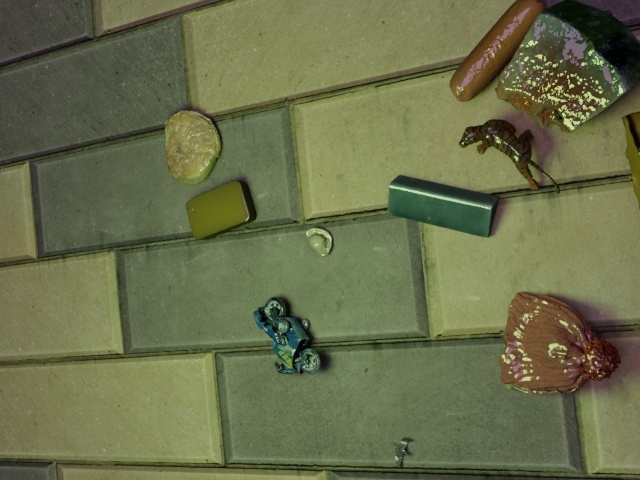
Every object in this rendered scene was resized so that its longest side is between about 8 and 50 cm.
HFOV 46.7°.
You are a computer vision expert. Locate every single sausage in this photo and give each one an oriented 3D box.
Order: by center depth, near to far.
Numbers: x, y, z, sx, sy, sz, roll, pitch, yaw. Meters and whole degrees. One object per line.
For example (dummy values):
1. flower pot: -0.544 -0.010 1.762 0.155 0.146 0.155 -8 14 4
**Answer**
1. sausage: 0.413 -0.451 1.753 0.086 0.086 0.289 45 109 19

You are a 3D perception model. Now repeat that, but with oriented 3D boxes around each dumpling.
1. dumpling: 0.001 0.001 1.984 0.059 0.043 0.077 -39 57 4

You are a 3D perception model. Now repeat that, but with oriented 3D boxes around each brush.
1. brush: -0.283 -0.084 2.112 0.197 0.059 0.123 -20 79 24

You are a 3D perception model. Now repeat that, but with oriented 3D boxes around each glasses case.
1. glasses case: 0.295 -0.087 1.830 0.266 0.056 0.105 15 96 26

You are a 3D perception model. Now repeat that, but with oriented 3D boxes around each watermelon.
1. watermelon: 0.561 -0.378 1.645 0.264 0.151 0.302 47 109 18

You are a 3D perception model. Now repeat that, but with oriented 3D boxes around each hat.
1. hat: 0.542 0.248 1.680 0.286 0.107 0.237 6 94 50

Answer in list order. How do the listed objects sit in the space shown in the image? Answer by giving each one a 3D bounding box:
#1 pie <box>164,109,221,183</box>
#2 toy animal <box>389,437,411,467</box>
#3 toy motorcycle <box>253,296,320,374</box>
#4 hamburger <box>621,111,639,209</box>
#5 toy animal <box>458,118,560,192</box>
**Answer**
1. pie: -0.373 -0.274 2.158 0.185 0.052 0.218 -8 85 27
2. toy animal: 0.198 0.533 1.895 0.050 0.028 0.084 27 101 15
3. toy motorcycle: -0.096 0.271 2.008 0.135 0.092 0.254 -49 62 28
4. hamburger: 0.750 -0.160 1.501 0.237 0.276 0.276 -14 84 17
5. toy animal: 0.458 -0.202 1.716 0.255 0.116 0.114 38 107 20
